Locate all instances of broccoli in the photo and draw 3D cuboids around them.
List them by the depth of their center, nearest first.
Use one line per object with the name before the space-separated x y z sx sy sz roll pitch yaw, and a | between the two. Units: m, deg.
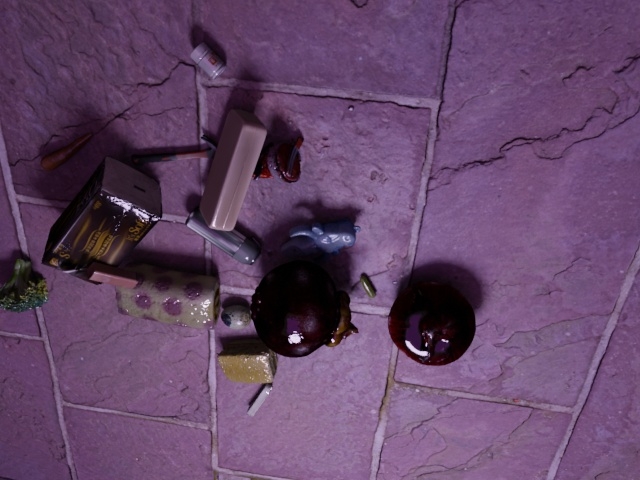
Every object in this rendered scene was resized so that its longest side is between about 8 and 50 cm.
broccoli | -1.053 0.157 1.858 0.220 0.194 0.194 7 121 32

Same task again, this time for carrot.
carrot | -0.787 -0.279 1.649 0.216 0.048 0.048 -27 110 15

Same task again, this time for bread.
bread | -0.507 0.192 1.782 0.339 0.155 0.187 9 120 5
bread | -0.257 0.431 1.900 0.196 0.102 0.138 -6 113 15

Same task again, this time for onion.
onion | 0.344 0.263 1.634 0.273 0.285 0.273 1 95 11

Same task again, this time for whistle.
whistle | 0.000 0.000 1.644 0.269 0.093 0.180 -21 137 19

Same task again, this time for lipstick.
lipstick | -0.644 0.110 1.644 0.045 0.045 0.145 -41 140 25

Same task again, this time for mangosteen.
mangosteen | -0.043 0.222 1.654 0.347 0.307 0.306 15 119 -17

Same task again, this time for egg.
egg | -0.292 0.264 1.827 0.110 0.085 0.085 9 118 11

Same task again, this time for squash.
squash | 0.154 0.151 1.736 0.027 0.027 0.083 -24 112 19

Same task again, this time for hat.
hat | -0.162 -0.221 1.562 0.228 0.129 0.140 -9 74 31

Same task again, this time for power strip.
power strip | -0.235 0.611 2.020 0.030 0.047 0.191 32 116 -4

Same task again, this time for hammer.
hammer | -0.439 -0.255 1.611 0.288 0.033 0.111 -4 117 11

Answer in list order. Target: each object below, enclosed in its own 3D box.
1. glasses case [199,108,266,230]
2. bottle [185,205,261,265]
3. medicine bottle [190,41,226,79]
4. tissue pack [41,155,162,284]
glasses case | -0.258 -0.201 1.531 0.076 0.144 0.336 7 119 -33
bottle | -0.305 -0.018 1.692 0.254 0.079 0.096 36 78 -9
medicine bottle | -0.307 -0.493 1.455 0.089 0.057 0.057 43 115 -14
tissue pack | -0.668 -0.060 1.640 0.210 0.198 0.370 31 119 -32
